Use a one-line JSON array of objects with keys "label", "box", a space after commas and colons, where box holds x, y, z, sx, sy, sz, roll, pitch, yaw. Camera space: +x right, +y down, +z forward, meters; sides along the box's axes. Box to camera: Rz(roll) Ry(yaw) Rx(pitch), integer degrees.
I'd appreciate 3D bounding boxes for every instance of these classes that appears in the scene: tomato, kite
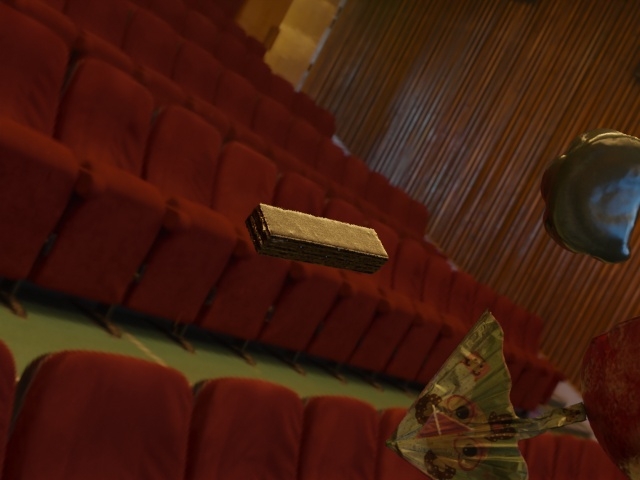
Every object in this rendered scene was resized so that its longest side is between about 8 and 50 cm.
[{"label": "tomato", "box": [0.428, 0.220, 0.961, 0.309, 0.170, 0.309, 18, -33, 12]}, {"label": "kite", "box": [0.213, 0.248, 1.092, 0.268, 0.322, 0.013, -11, -20, 15]}]

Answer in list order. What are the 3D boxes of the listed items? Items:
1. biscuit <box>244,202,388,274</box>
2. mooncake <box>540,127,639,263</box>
[{"label": "biscuit", "box": [0.000, 0.000, 1.982, 0.388, 0.073, 0.107, 12, 41, -40]}, {"label": "mooncake", "box": [0.372, -0.059, 1.081, 0.168, 0.175, 0.104, 57, 8, -2]}]
